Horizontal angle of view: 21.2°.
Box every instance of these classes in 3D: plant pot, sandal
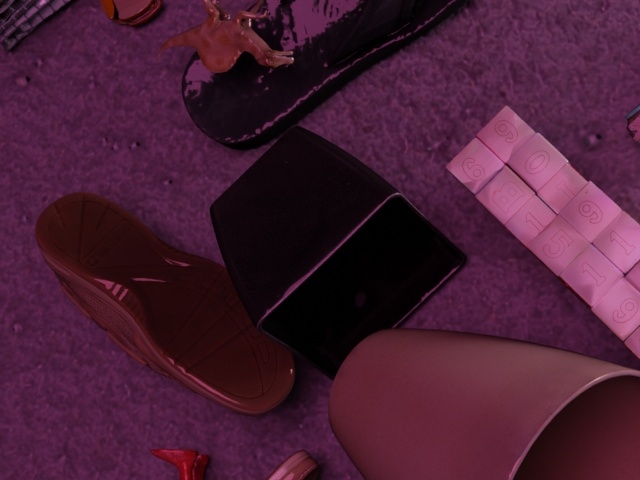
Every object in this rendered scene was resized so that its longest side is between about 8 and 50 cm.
[{"bbox_3d":[0.144,0.188,1.603,0.274,0.256,0.256,27,87,41],"label":"plant pot"},{"bbox_3d":[0.034,-0.265,1.796,0.446,0.107,0.167,-43,69,6],"label":"sandal"},{"bbox_3d":[0.000,0.000,1.720,0.188,0.187,0.167,-45,56,5],"label":"plant pot"}]

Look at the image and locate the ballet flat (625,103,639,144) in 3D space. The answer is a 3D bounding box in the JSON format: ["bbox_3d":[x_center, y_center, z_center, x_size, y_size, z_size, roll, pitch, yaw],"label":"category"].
[{"bbox_3d":[0.397,-0.169,1.682,0.079,0.077,0.221,42,98,3],"label":"ballet flat"}]

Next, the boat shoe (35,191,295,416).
[{"bbox_3d":[-0.156,0.077,1.786,0.122,0.110,0.341,-39,62,-24],"label":"boat shoe"}]

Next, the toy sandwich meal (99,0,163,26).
[{"bbox_3d":[-0.215,-0.279,1.923,0.086,0.029,0.085,-4,77,17],"label":"toy sandwich meal"}]

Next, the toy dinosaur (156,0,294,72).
[{"bbox_3d":[-0.111,-0.222,1.800,0.183,0.053,0.092,10,90,34],"label":"toy dinosaur"}]

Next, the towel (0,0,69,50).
[{"bbox_3d":[-0.334,-0.392,1.938,0.284,0.121,0.235,-42,70,6],"label":"towel"}]

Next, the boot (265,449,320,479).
[{"bbox_3d":[-0.014,0.333,1.699,0.165,0.077,0.213,29,94,22],"label":"boot"}]

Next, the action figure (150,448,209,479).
[{"bbox_3d":[-0.189,0.356,1.745,0.139,0.091,0.280,-2,77,11],"label":"action figure"}]

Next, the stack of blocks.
[{"bbox_3d":[0.257,0.007,1.630,0.087,0.171,0.297,-45,68,4],"label":"stack of blocks"}]
